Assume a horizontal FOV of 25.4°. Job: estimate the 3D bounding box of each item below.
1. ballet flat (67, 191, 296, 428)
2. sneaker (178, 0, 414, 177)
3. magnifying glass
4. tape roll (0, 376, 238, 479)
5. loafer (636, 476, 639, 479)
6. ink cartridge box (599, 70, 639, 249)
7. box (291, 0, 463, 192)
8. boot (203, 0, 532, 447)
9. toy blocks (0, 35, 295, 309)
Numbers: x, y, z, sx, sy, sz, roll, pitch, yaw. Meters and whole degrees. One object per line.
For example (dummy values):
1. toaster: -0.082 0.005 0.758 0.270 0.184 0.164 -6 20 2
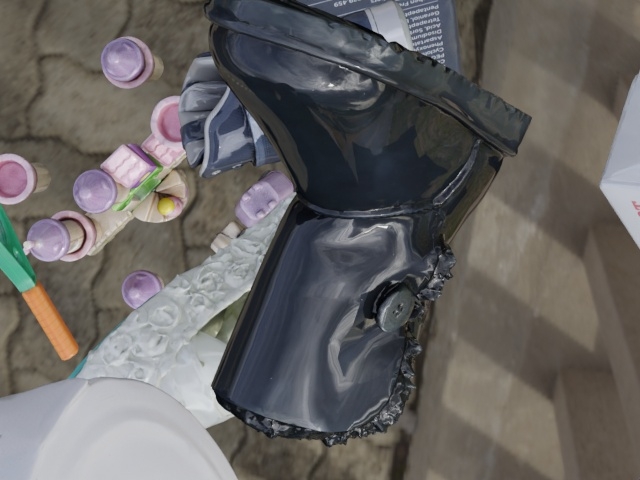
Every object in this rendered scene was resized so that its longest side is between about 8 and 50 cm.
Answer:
1. ballet flat: -0.069 0.078 1.313 0.409 0.147 0.147 -42 104 -26
2. sneaker: -0.014 -0.072 1.010 0.163 0.086 0.226 -17 149 -3
3. magnifying glass: -0.324 0.029 1.513 0.026 0.092 0.231 -28 112 3
4. tape roll: -0.120 0.218 0.748 0.100 0.286 0.286 -16 107 21
5. loafer: 0.190 0.223 0.914 0.109 0.095 0.302 33 91 -39
6. ink cartridge box: 0.403 -0.029 1.159 0.289 0.122 0.211 10 158 35
7. box: 0.014 -0.296 1.535 0.212 0.294 0.395 -15 141 0
8. boot: 0.000 0.000 0.706 0.094 0.246 0.207 27 96 33
9. toy blocks: -0.237 -0.066 1.786 0.288 0.260 0.309 -44 88 7
